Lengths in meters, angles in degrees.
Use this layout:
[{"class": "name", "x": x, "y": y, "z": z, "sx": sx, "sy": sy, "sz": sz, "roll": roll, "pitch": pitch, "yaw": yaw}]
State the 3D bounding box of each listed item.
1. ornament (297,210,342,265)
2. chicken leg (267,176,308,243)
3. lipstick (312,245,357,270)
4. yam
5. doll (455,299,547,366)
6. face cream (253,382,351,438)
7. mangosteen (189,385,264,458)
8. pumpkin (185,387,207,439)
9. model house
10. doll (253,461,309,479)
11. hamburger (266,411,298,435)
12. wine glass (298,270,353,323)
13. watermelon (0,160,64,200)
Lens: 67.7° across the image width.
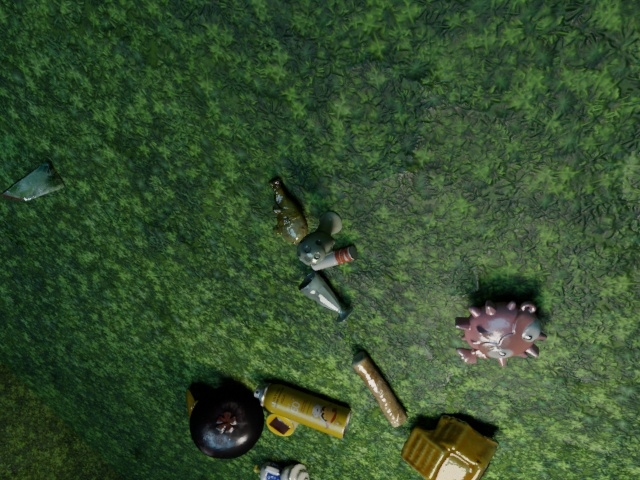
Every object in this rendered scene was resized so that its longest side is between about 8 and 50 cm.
[{"class": "ornament", "x": 0.000, "y": 0.000, "z": 1.167, "sx": 0.081, "sy": 0.156, "sz": 0.074, "roll": 27, "pitch": 132, "yaw": 5}, {"class": "chicken leg", "x": -0.093, "y": -0.074, "z": 1.218, "sx": 0.093, "sy": 0.070, "sz": 0.178, "roll": -16, "pitch": 110, "yaw": 14}, {"class": "lipstick", "x": 0.035, "y": 0.047, "z": 1.265, "sx": 0.131, "sy": 0.038, "sz": 0.038, "roll": -17, "pitch": 116, "yaw": 35}, {"class": "yam", "x": 0.186, "y": 0.468, "z": 1.499, "sx": 0.066, "sy": 0.066, "sz": 0.299, "roll": -16, "pitch": 115, "yaw": 34}, {"class": "doll", "x": 0.434, "y": 0.229, "z": 1.174, "sx": 0.211, "sy": 0.093, "sz": 0.262, "roll": 33, "pitch": 129, "yaw": -9}, {"class": "face cream", "x": -0.071, "y": 0.587, "z": 1.682, "sx": 0.349, "sy": 0.105, "sz": 0.104, "roll": 15, "pitch": 130, "yaw": 15}, {"class": "mangosteen", "x": -0.353, "y": 0.691, "z": 1.812, "sx": 0.275, "sy": 0.274, "sz": 0.302, "roll": 28, "pitch": 154, "yaw": 4}, {"class": "pumpkin", "x": -0.482, "y": 0.689, "z": 1.979, "sx": 0.149, "sy": 0.131, "sz": 0.253, "roll": 50, "pitch": 139, "yaw": 49}, {"class": "model house", "x": 0.396, "y": 0.662, "z": 1.501, "sx": 0.239, "sy": 0.173, "sz": 0.267, "roll": 29, "pitch": 102, "yaw": 20}, {"class": "doll", "x": -0.163, "y": 1.008, "z": 2.047, "sx": 0.294, "sy": 0.119, "sz": 0.138, "roll": -11, "pitch": 127, "yaw": 38}, {"class": "hamburger", "x": -0.143, "y": 0.673, "z": 1.799, "sx": 0.127, "sy": 0.081, "sz": 0.141, "roll": 22, "pitch": 119, "yaw": 6}, {"class": "wine glass", "x": 0.015, "y": 0.162, "z": 1.340, "sx": 0.155, "sy": 0.073, "sz": 0.073, "roll": 46, "pitch": 131, "yaw": -12}, {"class": "watermelon", "x": -0.949, "y": -0.163, "z": 1.530, "sx": 0.241, "sy": 0.154, "sz": 0.094, "roll": -3, "pitch": 124, "yaw": 43}]
